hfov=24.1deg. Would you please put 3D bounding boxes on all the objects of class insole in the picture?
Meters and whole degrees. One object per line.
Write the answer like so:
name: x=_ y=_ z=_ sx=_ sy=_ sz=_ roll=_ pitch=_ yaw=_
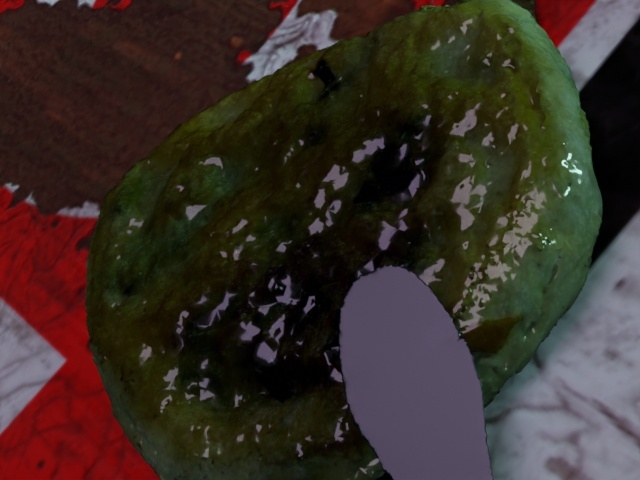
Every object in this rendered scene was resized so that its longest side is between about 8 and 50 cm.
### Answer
insole: x=0.049 y=0.095 z=0.671 sx=0.064 sy=0.004 sz=0.188 roll=-23 pitch=64 yaw=17

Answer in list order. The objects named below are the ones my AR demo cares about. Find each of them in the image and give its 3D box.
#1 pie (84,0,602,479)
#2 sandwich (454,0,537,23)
pie: x=0.000 y=0.000 z=0.796 sx=0.323 sy=0.070 sz=0.323 roll=-21 pitch=46 yaw=23
sandwich: x=0.098 y=-0.151 z=0.880 sx=0.044 sy=0.031 sz=0.083 roll=-27 pitch=43 yaw=14
